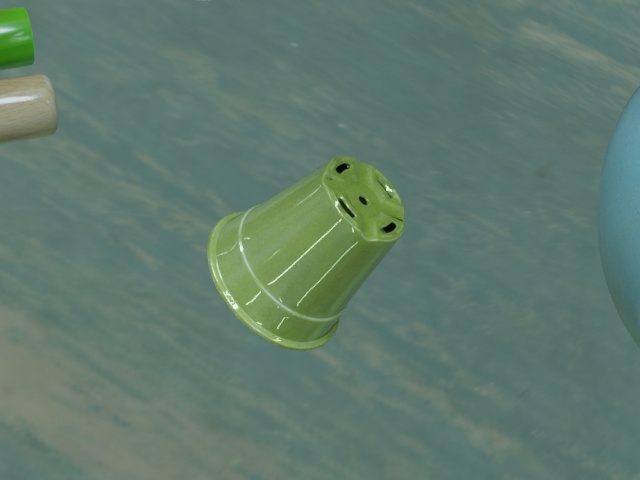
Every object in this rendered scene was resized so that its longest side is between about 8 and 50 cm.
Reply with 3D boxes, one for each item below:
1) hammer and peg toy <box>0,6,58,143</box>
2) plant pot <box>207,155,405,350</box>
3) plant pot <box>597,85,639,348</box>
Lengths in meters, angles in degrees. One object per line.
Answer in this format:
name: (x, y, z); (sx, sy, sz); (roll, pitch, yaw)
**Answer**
hammer and peg toy: (-0.225, -0.171, 0.979); (0.127, 0.361, 0.266); (-10, 111, -17)
plant pot: (0.000, 0.000, 0.878); (0.079, 0.083, 0.083); (-41, 79, 36)
plant pot: (0.330, 0.017, 1.307); (0.290, 0.195, 0.290); (14, 129, 18)
